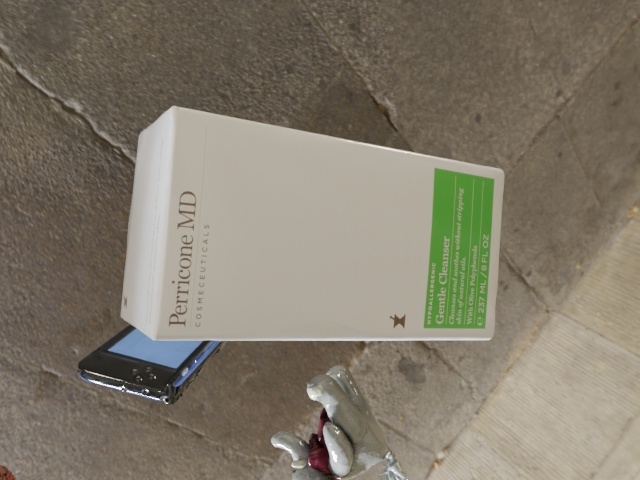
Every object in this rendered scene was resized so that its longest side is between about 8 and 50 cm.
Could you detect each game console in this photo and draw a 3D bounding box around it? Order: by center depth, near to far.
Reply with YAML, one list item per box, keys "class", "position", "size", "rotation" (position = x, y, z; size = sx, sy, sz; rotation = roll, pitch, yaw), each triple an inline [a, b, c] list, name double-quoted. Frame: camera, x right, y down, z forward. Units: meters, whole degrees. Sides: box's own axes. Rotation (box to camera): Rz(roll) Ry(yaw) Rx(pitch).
- class: "game console"
  position: [-0.221, 0.125, 0.949]
  size: [0.293, 0.250, 0.173]
  rotation: [-49, 150, -71]

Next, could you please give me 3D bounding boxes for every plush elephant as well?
- class: "plush elephant"
  position: [0.014, 0.483, 1.280]
  size: [0.255, 0.272, 0.330]
  rotation: [-35, 85, 6]

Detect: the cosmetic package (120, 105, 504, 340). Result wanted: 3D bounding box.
- class: "cosmetic package"
  position: [0.000, 0.000, 0.577]
  size: [0.366, 0.155, 0.197]
  rotation: [4, 89, -30]

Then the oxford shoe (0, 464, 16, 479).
- class: "oxford shoe"
  position: [-0.544, 0.356, 0.858]
  size: [0.130, 0.123, 0.348]
  rotation: [1, 132, -24]
